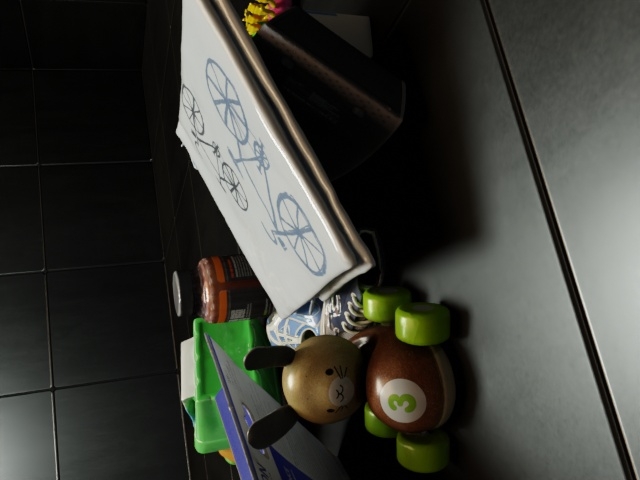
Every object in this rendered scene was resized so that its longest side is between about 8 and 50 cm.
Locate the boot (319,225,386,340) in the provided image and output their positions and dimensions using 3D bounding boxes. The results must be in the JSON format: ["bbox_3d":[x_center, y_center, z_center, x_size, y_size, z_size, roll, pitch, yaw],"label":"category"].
[{"bbox_3d":[0.039,0.078,0.734,0.086,0.069,0.190,165,100,-75],"label":"boot"}]

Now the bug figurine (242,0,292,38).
[{"bbox_3d":[-0.082,-0.264,0.991,0.279,0.072,0.216,172,99,-75],"label":"bug figurine"}]

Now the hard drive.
[{"bbox_3d":[-0.014,-0.149,0.712,0.054,0.172,0.255,-60,10,-17],"label":"hard drive"}]

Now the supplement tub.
[{"bbox_3d":[-0.125,0.072,1.002,0.106,0.198,0.106,176,90,-70],"label":"supplement tub"}]

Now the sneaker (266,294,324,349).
[{"bbox_3d":[-0.026,0.132,0.917,0.211,0.080,0.081,114,148,-56],"label":"sneaker"}]

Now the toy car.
[{"bbox_3d":[0.020,0.139,0.627,0.149,0.188,0.155,-157,64,-68],"label":"toy car"}]

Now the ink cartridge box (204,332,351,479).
[{"bbox_3d":[-0.029,0.288,0.733,0.307,0.072,0.303,48,-178,-31],"label":"ink cartridge box"}]

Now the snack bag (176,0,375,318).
[{"bbox_3d":[-0.074,-0.067,0.731,0.323,0.037,0.342,60,160,8],"label":"snack bag"}]

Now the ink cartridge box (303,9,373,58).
[{"bbox_3d":[-0.004,-0.215,0.756,0.122,0.089,0.052,152,115,-68],"label":"ink cartridge box"}]

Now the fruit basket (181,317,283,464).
[{"bbox_3d":[-0.154,0.316,1.181,0.327,0.165,0.353,-105,12,-49],"label":"fruit basket"}]
